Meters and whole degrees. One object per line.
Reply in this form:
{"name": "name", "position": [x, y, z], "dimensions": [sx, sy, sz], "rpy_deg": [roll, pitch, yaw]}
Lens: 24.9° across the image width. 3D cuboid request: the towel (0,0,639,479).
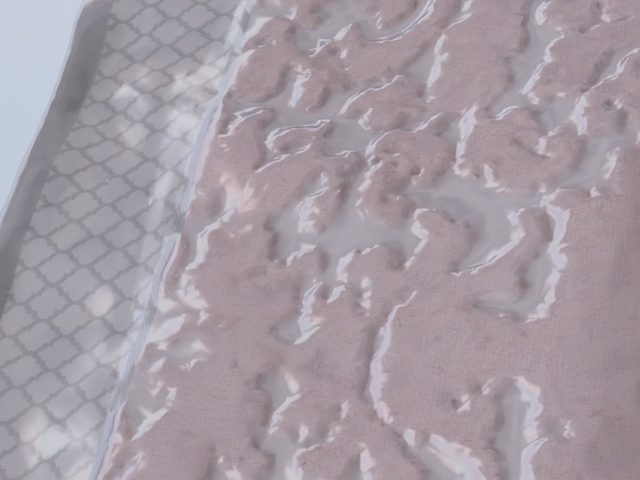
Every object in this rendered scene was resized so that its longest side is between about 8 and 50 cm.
{"name": "towel", "position": [0.000, 0.000, 0.581], "dimensions": [0.053, 0.317, 0.332], "rpy_deg": [61, -145, -46]}
